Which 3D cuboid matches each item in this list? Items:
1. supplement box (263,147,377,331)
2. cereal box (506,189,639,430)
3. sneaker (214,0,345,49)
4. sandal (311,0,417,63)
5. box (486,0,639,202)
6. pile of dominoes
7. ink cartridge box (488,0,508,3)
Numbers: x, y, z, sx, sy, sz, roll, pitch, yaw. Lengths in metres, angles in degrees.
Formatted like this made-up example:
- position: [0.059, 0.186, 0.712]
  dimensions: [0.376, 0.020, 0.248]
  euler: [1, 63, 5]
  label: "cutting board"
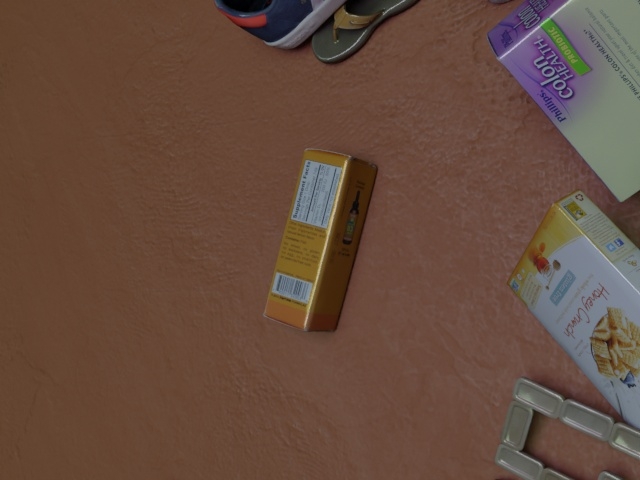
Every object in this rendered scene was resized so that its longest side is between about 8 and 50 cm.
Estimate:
- position: [0.000, 0.000, 1.168]
  dimensions: [0.080, 0.078, 0.233]
  euler: [18, 93, 32]
  label: "supplement box"
- position: [0.313, 0.084, 0.946]
  dimensions: [0.047, 0.173, 0.240]
  euler: [-26, 63, -23]
  label: "cereal box"
- position: [-0.007, -0.384, 1.116]
  dimensions: [0.350, 0.148, 0.131]
  euler: [-42, 50, 34]
  label: "sneaker"
- position: [0.056, -0.308, 1.182]
  dimensions: [0.180, 0.049, 0.072]
  euler: [-32, 71, 22]
  label: "sandal"
- position: [0.339, -0.205, 0.924]
  dimensions: [0.243, 0.117, 0.213]
  euler: [-40, 107, 19]
  label: "box"
- position: [0.315, 0.284, 0.993]
  dimensions: [0.251, 0.040, 0.195]
  euler: [24, 112, 31]
  label: "pile of dominoes"
- position: [0.252, -0.452, 1.052]
  dimensions: [0.198, 0.115, 0.272]
  euler: [-15, 78, 27]
  label: "ink cartridge box"
